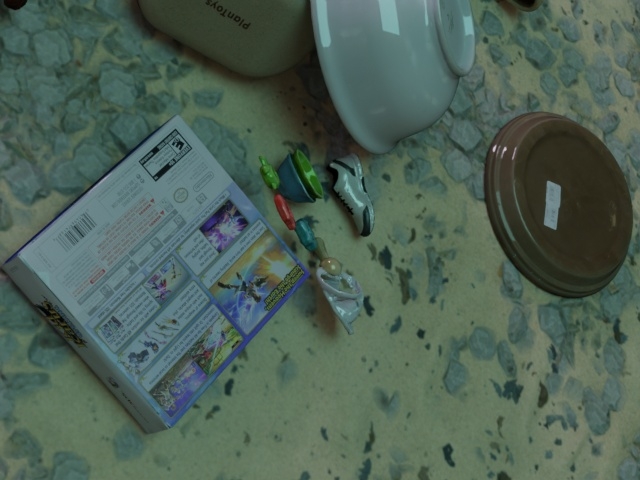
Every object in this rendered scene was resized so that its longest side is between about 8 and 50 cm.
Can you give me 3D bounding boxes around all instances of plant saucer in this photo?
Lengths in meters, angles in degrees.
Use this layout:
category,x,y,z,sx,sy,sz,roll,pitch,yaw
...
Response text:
category,x,y,z,sx,sy,sz,roll,pitch,yaw
plant saucer,0.351,-0.056,1.817,0.278,0.041,0.278,11,70,-32

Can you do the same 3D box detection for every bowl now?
category,x,y,z,sx,sy,sz,roll,pitch,yaw
bowl,0.108,-0.263,1.573,0.298,0.134,0.298,-8,90,-67

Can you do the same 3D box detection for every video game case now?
category,x,y,z,sx,sy,sz,roll,pitch,yaw
video game case,-0.174,0.034,1.409,0.244,0.061,0.269,50,54,-11

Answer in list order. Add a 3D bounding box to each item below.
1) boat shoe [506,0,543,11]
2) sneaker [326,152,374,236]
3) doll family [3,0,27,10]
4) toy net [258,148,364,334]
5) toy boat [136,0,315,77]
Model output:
category,x,y,z,sx,sy,sz,roll,pitch,yaw
boat shoe,0.214,-0.466,1.801,0.341,0.122,0.110,39,56,-20
sneaker,0.037,-0.055,1.605,0.044,0.040,0.109,-13,79,-20
doll family,-0.389,-0.300,1.357,0.193,0.076,0.111,-15,65,-32
toy net,0.000,0.000,1.513,0.232,0.045,0.122,64,9,7
toy boat,-0.105,-0.304,1.537,0.231,0.151,0.151,28,32,-25
